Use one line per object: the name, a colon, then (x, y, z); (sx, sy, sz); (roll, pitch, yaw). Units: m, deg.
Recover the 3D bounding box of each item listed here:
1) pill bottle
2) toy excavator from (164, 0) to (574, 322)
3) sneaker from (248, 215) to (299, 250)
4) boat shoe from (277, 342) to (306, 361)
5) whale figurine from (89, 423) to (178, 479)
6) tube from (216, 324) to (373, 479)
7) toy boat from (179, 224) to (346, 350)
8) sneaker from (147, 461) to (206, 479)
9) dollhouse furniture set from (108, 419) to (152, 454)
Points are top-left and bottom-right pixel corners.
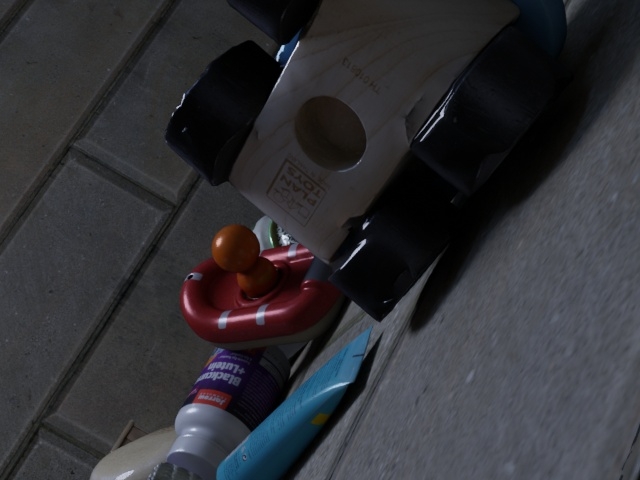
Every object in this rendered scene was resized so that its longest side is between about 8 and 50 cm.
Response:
pill bottle: (-0.120, 0.219, 1.261); (0.108, 0.108, 0.193); (-56, 5, 47)
toy excavator: (0.077, -0.121, 0.875); (0.445, 0.222, 0.433); (-43, -11, -47)
sneaker: (0.022, -0.045, 1.701); (0.182, 0.158, 0.410); (-23, 18, 25)
boat shoe: (-0.073, 0.146, 1.420); (0.088, 0.096, 0.267); (-74, 6, -59)
whale figurine: (-0.209, 0.347, 1.447); (0.216, 0.141, 0.272); (-17, 5, 29)
tube: (-0.021, 0.159, 0.867); (0.207, 0.052, 0.080); (-51, 12, 32)
toy boat: (-0.084, 0.043, 1.233); (0.231, 0.151, 0.151); (-12, 37, 33)
sneaker: (-0.180, 0.351, 1.051); (0.146, 0.102, 0.293); (-60, 3, 11)
dollhouse furniture set: (-0.285, 0.357, 1.984); (0.355, 0.174, 0.303); (-58, 4, 28)
